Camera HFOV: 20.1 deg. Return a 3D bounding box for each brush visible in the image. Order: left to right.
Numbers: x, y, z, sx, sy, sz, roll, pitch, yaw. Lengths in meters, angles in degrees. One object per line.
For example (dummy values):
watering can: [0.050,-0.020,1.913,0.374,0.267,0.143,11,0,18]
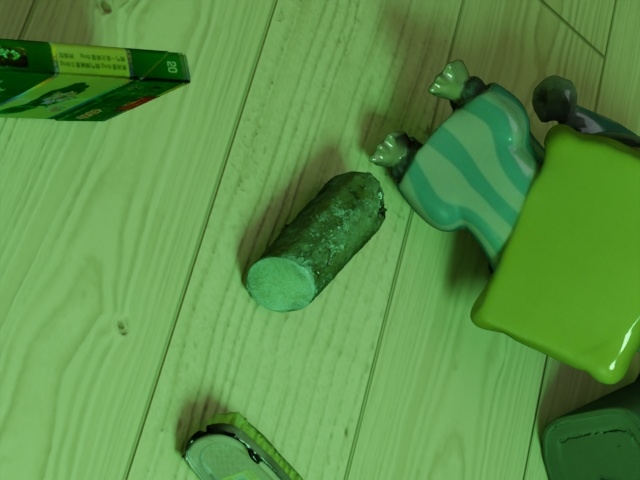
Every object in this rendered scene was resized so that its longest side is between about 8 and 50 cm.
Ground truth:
brush: [-0.011,0.271,1.712,0.313,0.072,0.067,50,34,-22]

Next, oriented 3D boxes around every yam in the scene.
yam: [0.000,0.000,1.798,0.078,0.078,0.179,58,44,-14]

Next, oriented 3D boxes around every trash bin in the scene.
trash bin: [0.402,0.241,2.026,0.250,0.219,0.220,-15,85,-40]

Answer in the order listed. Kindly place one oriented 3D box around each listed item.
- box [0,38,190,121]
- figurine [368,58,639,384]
box: [-0.243,-0.137,1.563,0.235,0.132,0.034,-1,78,-45]
figurine: [0.265,-0.039,2.035,0.361,0.266,0.377,42,12,5]
